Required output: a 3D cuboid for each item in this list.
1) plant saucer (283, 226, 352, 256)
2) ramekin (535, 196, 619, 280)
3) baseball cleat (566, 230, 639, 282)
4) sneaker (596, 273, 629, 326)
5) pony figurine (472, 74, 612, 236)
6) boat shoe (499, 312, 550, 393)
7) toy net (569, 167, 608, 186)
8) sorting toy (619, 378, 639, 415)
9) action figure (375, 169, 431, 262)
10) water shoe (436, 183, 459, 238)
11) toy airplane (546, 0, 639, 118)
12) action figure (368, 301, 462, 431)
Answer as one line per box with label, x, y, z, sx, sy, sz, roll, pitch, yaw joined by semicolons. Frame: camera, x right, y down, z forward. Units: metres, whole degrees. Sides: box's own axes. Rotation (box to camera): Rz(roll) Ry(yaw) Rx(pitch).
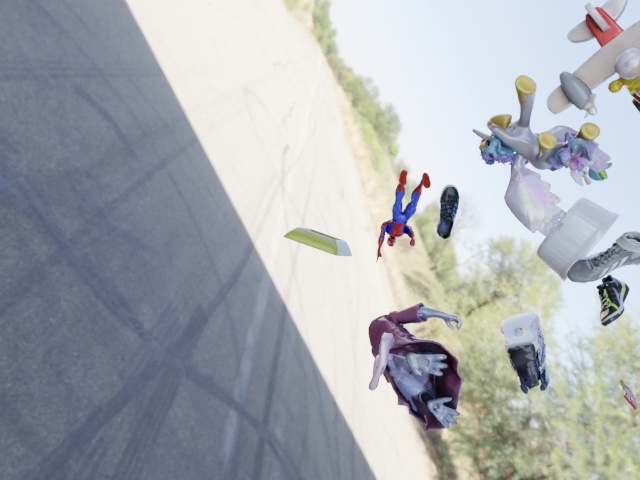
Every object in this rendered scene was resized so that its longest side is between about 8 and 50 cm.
plant saucer;0.000;0.000;1.944;0.188;0.188;0.045;6;102;-72
ramekin;0.845;-0.012;2.016;0.135;0.277;0.277;40;0;18
baseball cleat;0.679;0.032;1.422;0.109;0.206;0.072;62;10;-46
sneaker;0.954;0.195;2.023;0.097;0.084;0.235;40;43;7
pony figurine;0.557;-0.225;1.543;0.351;0.302;0.363;38;-6;7
boat shoe;0.616;0.334;1.822;0.340;0.127;0.158;-28;102;-66
toy net;0.808;-0.228;1.849;0.232;0.045;0.122;-13;78;-51
sorting toy;0.909;0.485;1.616;0.274;0.046;0.132;53;23;15
action figure;0.205;-0.039;1.540;0.280;0.092;0.139;101;-3;-59
water shoe;0.477;-0.104;2.234;0.080;0.073;0.203;-91;-175;-74
toy airplane;0.885;-0.536;1.750;0.272;0.385;0.386;-34;132;-60
action figure;0.169;0.262;1.354;0.370;0.276;0.248;-130;-125;-66
